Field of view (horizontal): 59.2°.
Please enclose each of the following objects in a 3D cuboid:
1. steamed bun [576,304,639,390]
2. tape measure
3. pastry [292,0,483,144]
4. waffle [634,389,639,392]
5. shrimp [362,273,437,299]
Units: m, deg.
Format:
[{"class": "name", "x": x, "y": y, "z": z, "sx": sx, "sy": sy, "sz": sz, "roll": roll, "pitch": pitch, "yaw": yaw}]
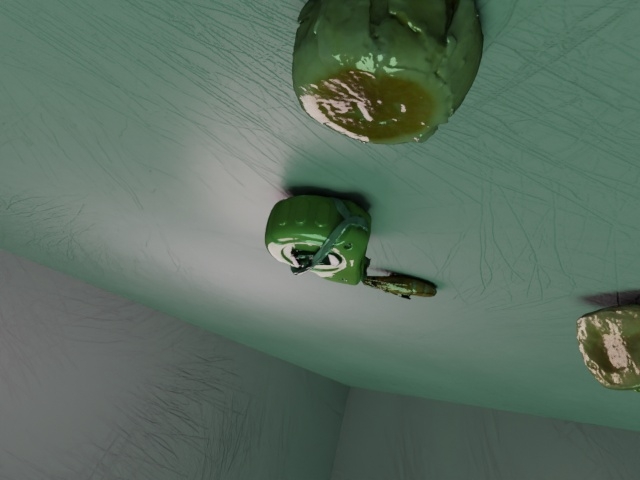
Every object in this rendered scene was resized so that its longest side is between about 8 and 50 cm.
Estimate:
[{"class": "steamed bun", "x": 0.560, "y": 0.177, "z": 0.970, "sx": 0.156, "sy": 0.140, "sz": 0.172, "roll": -1, "pitch": 165, "yaw": -31}, {"class": "tape measure", "x": 0.000, "y": 0.000, "z": 0.887, "sx": 0.176, "sy": 0.106, "sz": 0.200, "roll": 9, "pitch": 159, "yaw": 3}, {"class": "pastry", "x": 0.055, "y": -0.146, "z": 0.478, "sx": 0.166, "sy": 0.088, "sz": 0.166, "roll": 11, "pitch": 163, "yaw": 3}, {"class": "waffle", "x": 0.671, "y": 0.220, "z": 0.984, "sx": 0.208, "sy": 0.054, "sz": 0.214, "roll": -23, "pitch": 170, "yaw": -12}, {"class": "shrimp", "x": 0.158, "y": 0.091, "z": 1.156, "sx": 0.163, "sy": 0.045, "sz": 0.095, "roll": 11, "pitch": -178, "yaw": -6}]
